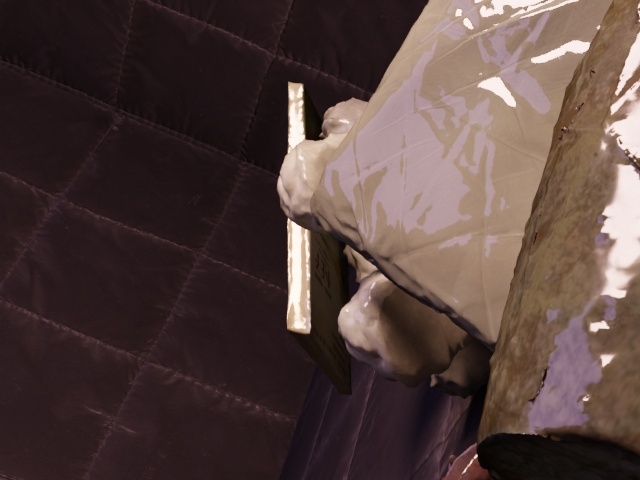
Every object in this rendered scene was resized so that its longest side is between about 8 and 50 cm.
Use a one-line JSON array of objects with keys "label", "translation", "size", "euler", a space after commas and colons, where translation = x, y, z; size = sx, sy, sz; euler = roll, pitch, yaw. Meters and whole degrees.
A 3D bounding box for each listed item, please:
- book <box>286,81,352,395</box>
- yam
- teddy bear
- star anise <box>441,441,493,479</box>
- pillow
[{"label": "book", "translation": [0.000, 0.000, 0.986], "size": [0.201, 0.026, 0.289], "euler": [61, -157, -60]}, {"label": "yam", "translation": [0.167, 0.008, 0.406], "size": [0.161, 0.161, 0.268], "euler": [118, 172, -69]}, {"label": "teddy bear", "translation": [0.069, 0.014, 0.962], "size": [0.375, 0.327, 0.362], "euler": [-24, -2, -34]}, {"label": "star anise", "translation": [0.108, 0.220, 0.607], "size": [0.212, 0.073, 0.197], "euler": [-82, 9, -48]}, {"label": "pillow", "translation": [0.148, -0.065, 0.610], "size": [0.076, 0.274, 0.281], "euler": [18, -75, -51]}]
